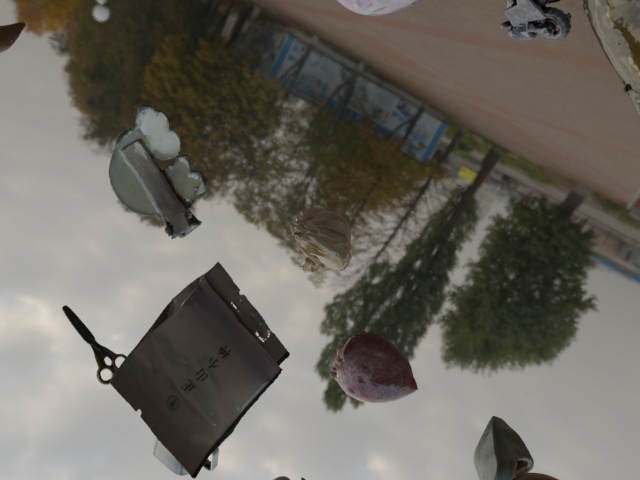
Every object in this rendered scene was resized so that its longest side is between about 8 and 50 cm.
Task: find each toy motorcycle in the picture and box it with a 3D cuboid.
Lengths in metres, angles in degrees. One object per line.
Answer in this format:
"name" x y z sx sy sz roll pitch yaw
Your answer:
"toy motorcycle" 0.353 -0.437 1.222 0.215 0.080 0.122 47 161 -19

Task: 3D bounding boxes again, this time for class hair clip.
"hair clip" -0.218 -0.083 0.907 0.172 0.116 0.049 58 -177 2

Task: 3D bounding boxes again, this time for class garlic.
"garlic" 0.000 -0.005 0.903 0.113 0.074 0.094 27 154 53

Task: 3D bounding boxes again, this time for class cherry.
"cherry" 0.158 0.362 1.934 0.249 0.175 0.192 26 -140 12

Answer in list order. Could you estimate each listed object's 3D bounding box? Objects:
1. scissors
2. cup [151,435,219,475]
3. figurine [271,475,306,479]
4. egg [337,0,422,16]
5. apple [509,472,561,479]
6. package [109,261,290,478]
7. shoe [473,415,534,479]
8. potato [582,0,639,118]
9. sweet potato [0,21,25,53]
"scissors" -0.552 0.245 1.668 0.220 0.088 0.017 56 149 -12
"cup" -0.239 0.366 1.268 0.128 0.129 0.095 35 -130 15
"figurine" -0.132 0.762 1.978 0.112 0.229 0.137 30 174 5
"egg" 0.096 -0.353 0.702 0.196 0.271 0.196 16 -146 -12
"apple" 0.224 0.303 0.718 0.102 0.126 0.126 36 -168 39
"package" -0.172 0.186 1.022 0.062 0.251 0.204 -13 118 48
"shoe" 0.291 0.348 1.084 0.078 0.079 0.195 25 -168 7
"potato" 0.352 -0.218 0.679 0.262 0.165 0.165 54 178 -26
"sweet potato" -0.576 -0.306 1.133 0.051 0.065 0.218 15 -139 40
